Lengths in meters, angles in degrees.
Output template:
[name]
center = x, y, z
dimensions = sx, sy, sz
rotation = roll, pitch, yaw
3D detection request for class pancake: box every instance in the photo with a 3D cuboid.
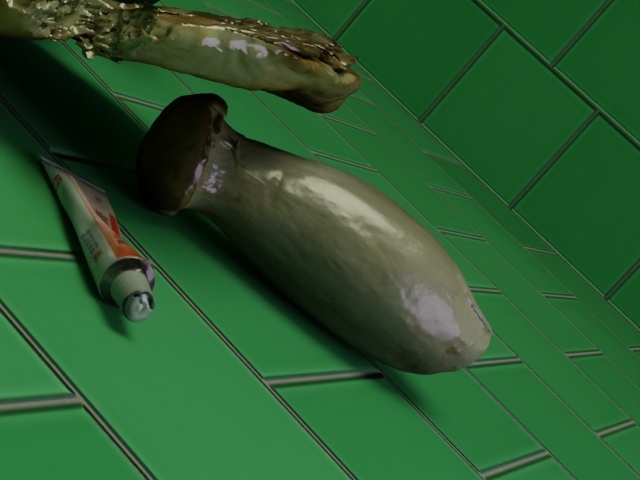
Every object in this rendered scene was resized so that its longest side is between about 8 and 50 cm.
[pancake]
center = -0.150, -0.168, 1.172
dimensions = 0.382, 0.071, 0.382
rotation = 13, 7, -1

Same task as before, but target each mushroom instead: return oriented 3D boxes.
[mushroom]
center = 0.000, 0.000, 1.233
dimensions = 0.350, 0.128, 0.128
rotation = 32, 15, -22

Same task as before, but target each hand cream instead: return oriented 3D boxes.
[hand cream]
center = -0.149, -0.004, 1.010
dimensions = 0.216, 0.038, 0.052
rotation = 53, -11, 55

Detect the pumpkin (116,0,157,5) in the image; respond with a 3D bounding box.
[pumpkin]
center = -0.238, -0.362, 1.550
dimensions = 0.263, 0.197, 0.293
rotation = 42, 4, -21
